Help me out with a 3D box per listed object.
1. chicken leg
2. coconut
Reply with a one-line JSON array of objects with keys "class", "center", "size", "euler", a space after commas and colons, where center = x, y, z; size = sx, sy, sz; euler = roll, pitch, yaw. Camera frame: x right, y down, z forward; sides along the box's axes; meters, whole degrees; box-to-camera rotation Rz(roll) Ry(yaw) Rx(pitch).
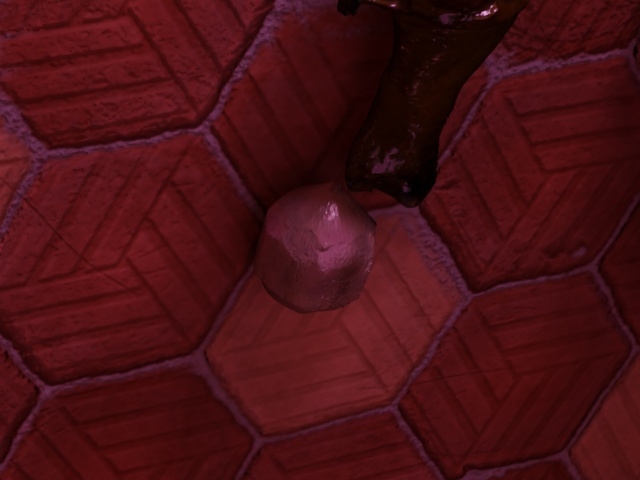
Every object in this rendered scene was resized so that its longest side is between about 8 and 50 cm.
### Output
[{"class": "chicken leg", "center": [0.090, -0.190, 1.697], "size": [0.211, 0.140, 0.361], "euler": [6, 115, -42]}, {"class": "coconut", "center": [0.000, 0.000, 1.802], "size": [0.110, 0.110, 0.124], "euler": [0, 129, -30]}]
